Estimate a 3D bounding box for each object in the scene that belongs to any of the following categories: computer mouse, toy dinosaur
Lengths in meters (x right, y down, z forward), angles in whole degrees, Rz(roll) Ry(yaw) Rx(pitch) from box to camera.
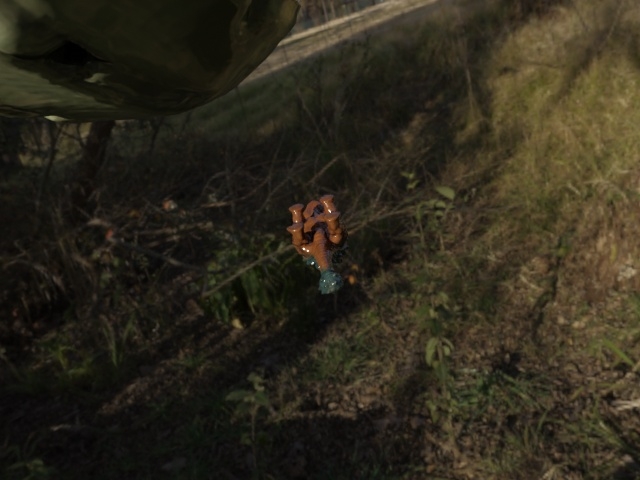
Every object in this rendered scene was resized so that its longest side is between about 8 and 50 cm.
[{"bbox_3d":[-0.127,-0.161,0.408,0.228,0.146,0.429,-20,8,18],"label":"computer mouse"},{"bbox_3d":[0.000,0.000,0.517,0.049,0.055,0.154,-14,28,2],"label":"toy dinosaur"}]
